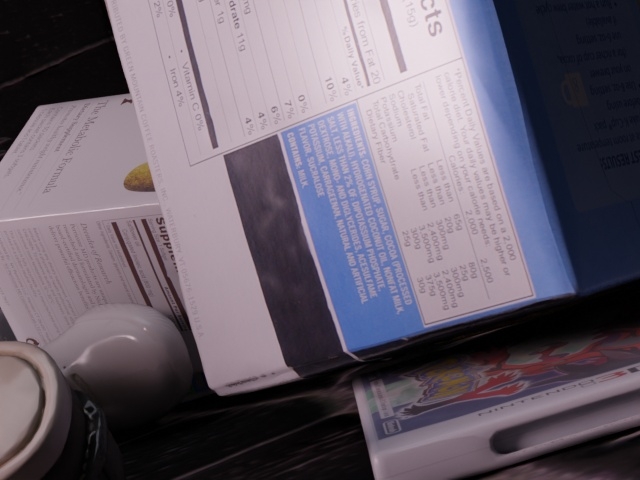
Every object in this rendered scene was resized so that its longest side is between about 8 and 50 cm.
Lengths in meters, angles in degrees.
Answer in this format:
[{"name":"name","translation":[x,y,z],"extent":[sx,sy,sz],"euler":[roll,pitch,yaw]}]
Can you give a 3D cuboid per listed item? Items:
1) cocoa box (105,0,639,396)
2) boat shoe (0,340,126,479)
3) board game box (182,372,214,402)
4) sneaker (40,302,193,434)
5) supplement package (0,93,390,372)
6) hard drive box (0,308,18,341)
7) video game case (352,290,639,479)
[{"name":"cocoa box","translation":[0.106,-0.079,0.884],"extent":[0.228,0.231,0.347],"euler":[-19,-4,41]},{"name":"boat shoe","translation":[-0.233,0.143,0.672],"extent":[0.335,0.095,0.112],"euler":[-20,40,7]},{"name":"board game box","translation":[-0.092,0.085,1.152],"extent":[0.103,0.026,0.154],"euler":[-17,4,-4]},{"name":"sneaker","translation":[-0.167,0.103,1.015],"extent":[0.212,0.080,0.094],"euler":[-22,12,38]},{"name":"supplement package","translation":[-0.071,-0.010,1.060],"extent":[0.244,0.134,0.139],"euler":[-6,36,21]},{"name":"hard drive box","translation":[-0.333,0.127,1.128],"extent":[0.181,0.089,0.232],"euler":[-13,5,42]},{"name":"video game case","translation":[0.107,0.058,0.754],"extent":[0.183,0.023,0.201],"euler":[-17,4,0]}]
